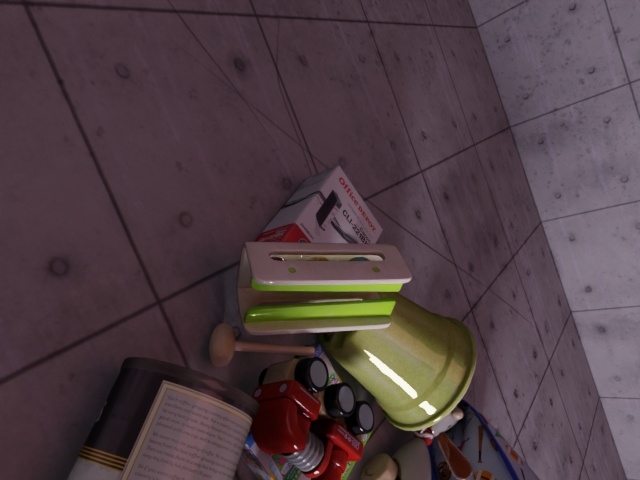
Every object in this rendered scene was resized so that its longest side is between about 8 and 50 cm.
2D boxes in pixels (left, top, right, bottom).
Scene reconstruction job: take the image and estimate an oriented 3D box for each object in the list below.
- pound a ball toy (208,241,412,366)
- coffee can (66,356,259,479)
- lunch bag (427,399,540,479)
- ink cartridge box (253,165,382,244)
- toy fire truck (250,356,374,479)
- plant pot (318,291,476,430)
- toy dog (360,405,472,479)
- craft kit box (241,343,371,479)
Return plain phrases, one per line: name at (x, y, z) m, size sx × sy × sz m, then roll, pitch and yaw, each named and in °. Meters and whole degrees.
pound a ball toy at (-0.031, 0.099, 0.793) m, size 0.319 × 0.208 × 0.136 m, roll 1°, pitch 38°, yaw -19°
coffee can at (-0.218, 0.318, 0.574) m, size 0.201 × 0.201 × 0.275 m, roll 40°, pitch 52°, yaw -32°
lunch bag at (0.428, 0.623, 1.136) m, size 0.328 × 0.239 × 0.385 m, roll 48°, pitch 15°, yaw -27°
ink cartridge box at (0.000, 0.000, 0.965) m, size 0.197 × 0.114 × 0.273 m, roll 53°, pitch 46°, yaw -22°
toy fire truck at (-0.043, 0.352, 0.737) m, size 0.217 × 0.158 × 0.246 m, roll 49°, pitch 38°, yaw -26°
plant pot at (0.144, 0.221, 0.974) m, size 0.254 × 0.276 × 0.276 m, roll 38°, pitch 52°, yaw -18°
toy dog at (0.238, 0.484, 1.005) m, size 0.220 × 0.161 × 0.334 m, roll 38°, pitch 57°, yaw -17°
craft kit box at (-0.023, 0.378, 0.876) m, size 0.250 × 0.061 × 0.247 m, roll -43°, pitch 108°, yaw -44°
